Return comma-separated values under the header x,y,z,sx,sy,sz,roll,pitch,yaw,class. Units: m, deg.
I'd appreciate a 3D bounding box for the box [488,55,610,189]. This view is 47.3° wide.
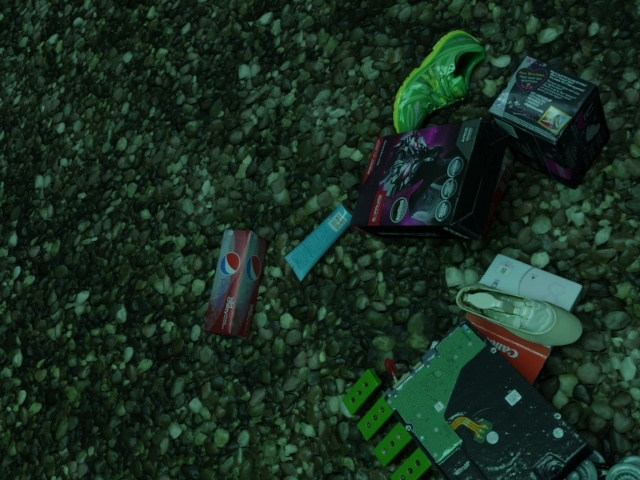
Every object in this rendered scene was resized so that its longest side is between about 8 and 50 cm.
x,y,z,sx,sy,sz,roll,pitch,yaw,class
0.469,-0.236,1.481,0.163,0.247,0.142,36,90,32,box

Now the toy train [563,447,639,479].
x,y,z,sx,sy,sz,roll,pitch,yaw,class
0.465,0.473,1.316,0.334,0.142,0.190,4,84,30,toy train

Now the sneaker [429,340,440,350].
x,y,z,sx,sy,sz,roll,pitch,yaw,class
0.296,0.311,1.495,0.232,0.090,0.115,39,100,41,sneaker

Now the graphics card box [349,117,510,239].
x,y,z,sx,sy,sz,roll,pitch,yaw,class
0.221,-0.122,1.574,0.371,0.094,0.233,4,73,59,graphics card box

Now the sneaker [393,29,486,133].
x,y,z,sx,sy,sz,roll,pitch,yaw,class
0.276,-0.359,1.709,0.123,0.109,0.295,36,92,36,sneaker

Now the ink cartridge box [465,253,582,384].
x,y,z,sx,sy,sz,roll,pitch,yaw,class
0.388,0.156,1.467,0.189,0.066,0.232,24,62,32,ink cartridge box

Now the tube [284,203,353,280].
x,y,z,sx,sy,sz,roll,pitch,yaw,class
0.000,0.000,1.777,0.207,0.052,0.080,-45,53,14,tube

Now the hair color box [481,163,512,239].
x,y,z,sx,sy,sz,roll,pitch,yaw,class
0.346,-0.096,1.616,0.093,0.053,0.167,22,86,33,hair color box

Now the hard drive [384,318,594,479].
x,y,z,sx,sy,sz,roll,pitch,yaw,class
0.294,0.335,1.349,0.237,0.064,0.339,-43,47,2,hard drive

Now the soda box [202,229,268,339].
x,y,z,sx,sy,sz,roll,pitch,yaw,class
-0.210,0.109,1.824,0.083,0.092,0.263,2,74,28,soda box

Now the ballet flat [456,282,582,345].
x,y,z,sx,sy,sz,roll,pitch,yaw,class
0.376,0.139,1.414,0.248,0.086,0.086,15,81,31,ballet flat

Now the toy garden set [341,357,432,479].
x,y,z,sx,sy,sz,roll,pitch,yaw,class
0.174,0.367,1.534,0.204,0.049,0.244,-54,52,26,toy garden set
